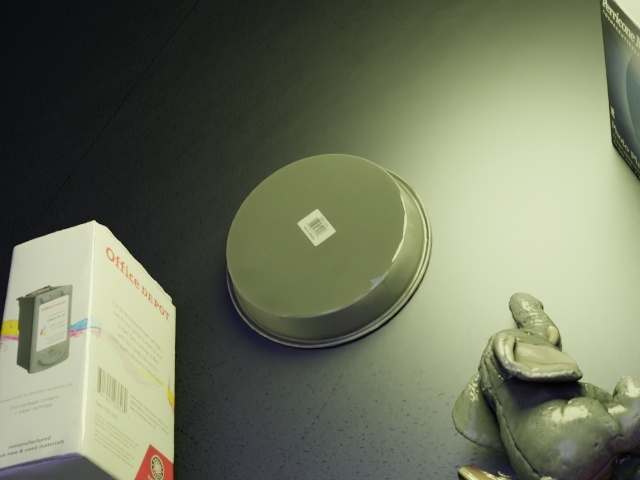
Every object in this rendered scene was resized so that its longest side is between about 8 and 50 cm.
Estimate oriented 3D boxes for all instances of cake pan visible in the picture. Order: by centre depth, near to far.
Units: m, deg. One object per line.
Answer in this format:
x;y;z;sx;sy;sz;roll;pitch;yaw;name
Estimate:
0.000;0.000;1.151;0.293;0.054;0.293;-10;56;15;cake pan

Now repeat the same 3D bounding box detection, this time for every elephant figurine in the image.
0.221;0.161;0.905;0.169;0.186;0.239;-47;56;4;elephant figurine

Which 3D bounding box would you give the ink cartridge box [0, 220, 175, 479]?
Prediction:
-0.277;0.170;1.040;0.131;0.226;0.306;-16;51;10;ink cartridge box

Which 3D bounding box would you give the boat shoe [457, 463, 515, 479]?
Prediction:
0.214;0.277;0.896;0.153;0.056;0.048;30;65;31;boat shoe

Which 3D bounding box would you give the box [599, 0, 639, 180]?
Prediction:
0.447;-0.130;0.911;0.182;0.294;0.296;-26;53;4;box
